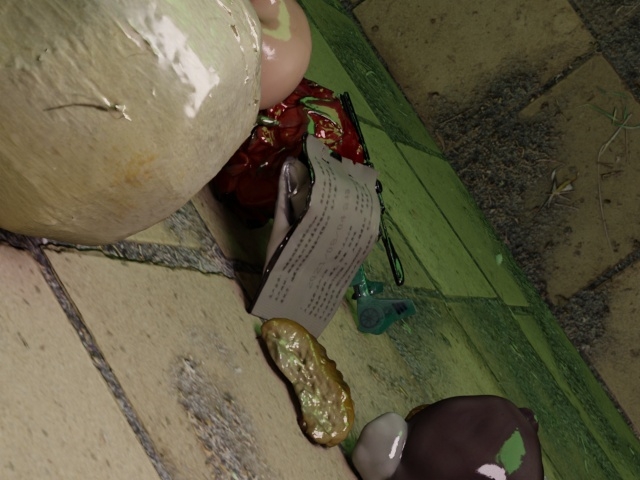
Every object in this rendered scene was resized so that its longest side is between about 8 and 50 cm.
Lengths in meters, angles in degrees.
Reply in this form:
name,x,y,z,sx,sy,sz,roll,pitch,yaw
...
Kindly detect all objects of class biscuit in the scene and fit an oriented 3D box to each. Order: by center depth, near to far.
name,x,y,z,sx,sy,sz,roll,pitch,yaw
biscuit,-0.006,0.175,1.896,0.183,0.061,0.118,59,14,25

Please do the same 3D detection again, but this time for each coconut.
name,x,y,z,sx,sy,sz,roll,pitch,yaw
coconut,-0.247,-0.197,1.455,0.360,0.346,0.346,55,12,-24

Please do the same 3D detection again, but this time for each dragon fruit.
name,x,y,z,sx,sy,sz,roll,pitch,yaw
dragon fruit,-0.039,-0.125,2.153,0.234,0.234,0.293,60,15,24

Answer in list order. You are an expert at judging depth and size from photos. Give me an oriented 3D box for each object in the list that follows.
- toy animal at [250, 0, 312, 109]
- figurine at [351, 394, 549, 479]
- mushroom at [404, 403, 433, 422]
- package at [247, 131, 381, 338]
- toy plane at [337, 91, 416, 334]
name,x,y,z,sx,sy,sz,roll,pitch,yaw
toy animal,-0.161,-0.239,1.904,0.269,0.326,0.237,75,34,-51
figurine,0.220,0.329,1.961,0.365,0.218,0.206,43,15,-54
mushroom,0.163,0.287,2.103,0.126,0.085,0.109,35,23,-36
package,0.000,0.000,2.016,0.062,0.251,0.204,14,-7,34
toy plane,0.036,-0.031,2.339,0.106,0.155,0.382,26,48,-62
